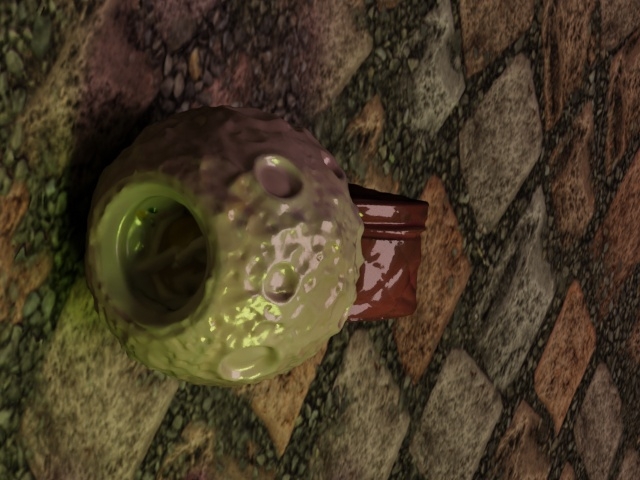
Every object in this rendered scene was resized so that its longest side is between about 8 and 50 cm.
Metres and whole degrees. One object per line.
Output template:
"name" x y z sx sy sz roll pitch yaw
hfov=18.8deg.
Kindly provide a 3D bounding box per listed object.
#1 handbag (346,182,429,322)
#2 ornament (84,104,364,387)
"handbag" 0.000 0.000 1.933 0.146 0.225 0.135 -1 100 -38
"ornament" -0.082 0.002 1.750 0.225 0.259 0.259 -7 107 -55
